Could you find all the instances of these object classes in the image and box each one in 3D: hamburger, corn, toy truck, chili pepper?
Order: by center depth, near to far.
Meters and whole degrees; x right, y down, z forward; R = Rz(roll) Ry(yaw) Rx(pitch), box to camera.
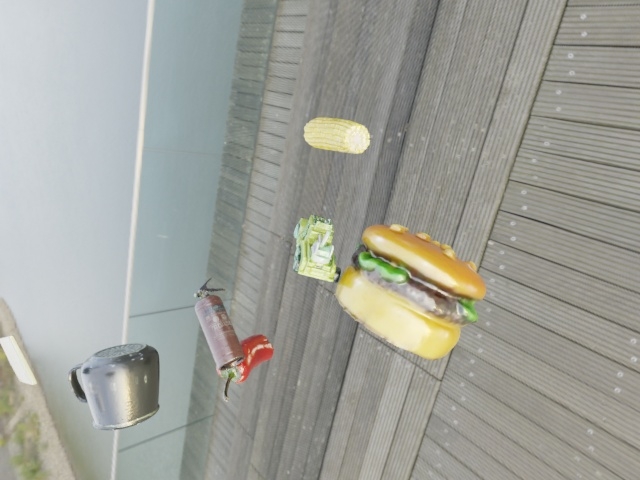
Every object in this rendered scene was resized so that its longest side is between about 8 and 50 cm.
[{"bbox_3d":[0.252,0.118,1.164,0.396,0.396,0.277,33,99,40],"label":"hamburger"},{"bbox_3d":[0.042,-0.301,1.206,0.244,0.094,0.093,26,112,52],"label":"corn"},{"bbox_3d":[-0.001,0.001,1.230,0.259,0.129,0.135,-98,25,-62],"label":"toy truck"},{"bbox_3d":[-0.312,0.456,1.567,0.135,0.338,0.131,-15,94,25],"label":"chili pepper"}]

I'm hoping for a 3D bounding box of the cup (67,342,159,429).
[{"bbox_3d":[-0.492,0.346,1.010,0.223,0.169,0.176,-7,94,11],"label":"cup"}]

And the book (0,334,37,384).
[{"bbox_3d":[-0.686,0.270,0.955,0.172,0.012,0.118,-17,98,46],"label":"book"}]

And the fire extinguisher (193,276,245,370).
[{"bbox_3d":[-0.364,0.282,1.514,0.102,0.138,0.343,-51,58,40],"label":"fire extinguisher"}]
